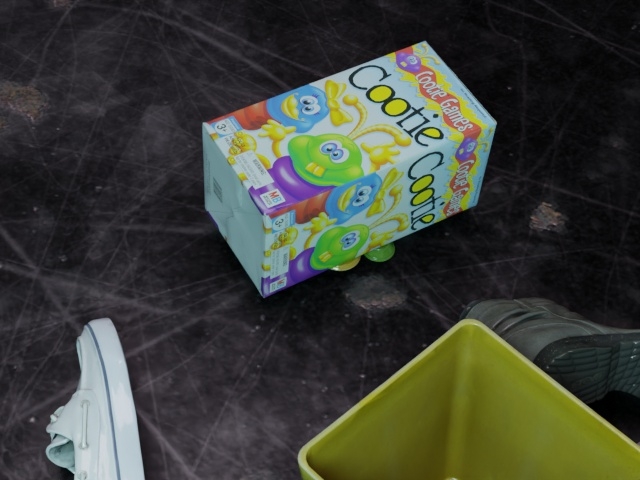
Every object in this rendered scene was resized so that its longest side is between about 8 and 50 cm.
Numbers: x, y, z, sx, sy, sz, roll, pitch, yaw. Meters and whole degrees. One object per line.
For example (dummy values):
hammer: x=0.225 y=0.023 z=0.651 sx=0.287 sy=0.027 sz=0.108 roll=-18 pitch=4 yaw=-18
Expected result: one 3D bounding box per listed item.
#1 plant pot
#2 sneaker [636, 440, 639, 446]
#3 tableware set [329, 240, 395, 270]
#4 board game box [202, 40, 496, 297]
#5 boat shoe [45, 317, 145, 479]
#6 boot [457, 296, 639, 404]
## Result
plant pot: x=0.123 y=0.236 z=1.015 sx=0.212 sy=0.187 sz=0.212 roll=-35 pitch=59 yaw=-28
sneaker: x=0.258 y=0.204 z=1.127 sx=0.132 sy=0.086 sz=0.228 roll=-33 pitch=67 yaw=-33
tableware set: x=0.000 y=0.000 z=1.332 sx=0.154 sy=0.024 sz=0.104 roll=-13 pitch=53 yaw=-14
board game box: x=0.028 y=-0.079 z=1.288 sx=0.275 sy=0.144 sz=0.142 roll=-23 pitch=57 yaw=-20
boat shoe: x=-0.213 y=0.181 z=1.114 sx=0.084 sy=0.095 sz=0.258 roll=-7 pitch=48 yaw=-13
boot: x=0.273 y=0.096 z=1.207 sx=0.246 sy=0.084 sz=0.161 roll=3 pitch=20 yaw=-27
